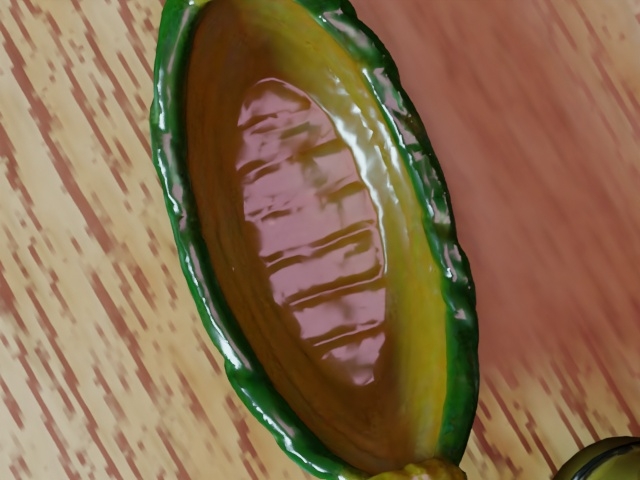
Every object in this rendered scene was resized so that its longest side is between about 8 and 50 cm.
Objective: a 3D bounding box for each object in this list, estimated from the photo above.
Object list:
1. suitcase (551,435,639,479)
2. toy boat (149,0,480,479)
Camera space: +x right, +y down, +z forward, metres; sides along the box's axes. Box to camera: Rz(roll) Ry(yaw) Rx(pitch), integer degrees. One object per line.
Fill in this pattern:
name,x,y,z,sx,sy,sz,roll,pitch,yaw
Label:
suitcase,0.130,0.182,0.571,0.235,0.143,0.194,31,91,-1
toy boat,0.000,0.000,0.598,0.089,0.088,0.229,-19,89,-1
